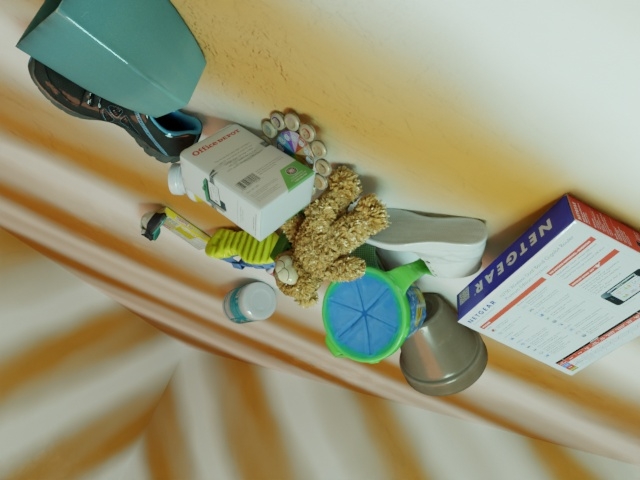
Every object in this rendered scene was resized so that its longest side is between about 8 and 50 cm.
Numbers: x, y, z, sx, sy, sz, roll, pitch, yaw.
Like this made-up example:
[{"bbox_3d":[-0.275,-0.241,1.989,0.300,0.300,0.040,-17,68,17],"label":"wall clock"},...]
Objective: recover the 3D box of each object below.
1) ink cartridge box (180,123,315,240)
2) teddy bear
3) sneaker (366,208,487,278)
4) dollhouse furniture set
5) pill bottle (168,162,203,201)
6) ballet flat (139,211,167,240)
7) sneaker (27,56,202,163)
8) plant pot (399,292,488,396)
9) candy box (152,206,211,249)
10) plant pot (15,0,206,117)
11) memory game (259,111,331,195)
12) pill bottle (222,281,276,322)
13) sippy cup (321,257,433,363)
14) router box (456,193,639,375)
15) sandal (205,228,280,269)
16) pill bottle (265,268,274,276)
[{"bbox_3d":[-0.147,-0.123,0.944,0.220,0.160,0.092,34,142,20],"label":"ink cartridge box"},{"bbox_3d":[0.000,0.000,1.023,0.338,0.113,0.245,-31,89,28],"label":"teddy bear"},{"bbox_3d":[0.224,0.020,1.080,0.293,0.108,0.169,9,148,21],"label":"sneaker"},{"bbox_3d":[0.039,0.067,1.253,0.198,0.151,0.301,5,149,30],"label":"dollhouse furniture set"},{"bbox_3d":[-0.251,-0.139,1.093,0.184,0.103,0.103,3,151,4],"label":"pill bottle"},{"bbox_3d":[-0.540,-0.050,1.499,0.074,0.074,0.203,29,154,-15],"label":"ballet flat"},{"bbox_3d":[-0.402,-0.291,0.963,0.341,0.124,0.140,27,152,-34],"label":"sneaker"},{"bbox_3d":[0.328,0.284,1.390,0.263,0.263,0.229,-6,124,43],"label":"plant pot"},{"bbox_3d":[-0.454,-0.036,1.561,0.105,0.027,0.206,-7,142,48],"label":"candy box"},{"bbox_3d":[-0.324,-0.324,0.785,0.166,0.165,0.234,-3,151,40],"label":"plant pot"},{"bbox_3d":[-0.054,-0.172,0.949,0.186,0.012,0.186,27,139,27],"label":"memory game"},{"bbox_3d":[-0.292,0.250,1.847,0.146,0.146,0.264,33,152,-23],"label":"pill bottle"},{"bbox_3d":[0.160,0.181,1.220,0.306,0.239,0.224,-11,172,34],"label":"sippy cup"},{"bbox_3d":[0.498,0.107,0.940,0.301,0.082,0.335,26,131,-9],"label":"router box"},{"bbox_3d":[-0.203,0.033,1.420,0.318,0.126,0.138,7,154,44],"label":"sandal"},{"bbox_3d":[-0.085,0.099,1.476,0.160,0.087,0.087,32,152,-21],"label":"pill bottle"}]
